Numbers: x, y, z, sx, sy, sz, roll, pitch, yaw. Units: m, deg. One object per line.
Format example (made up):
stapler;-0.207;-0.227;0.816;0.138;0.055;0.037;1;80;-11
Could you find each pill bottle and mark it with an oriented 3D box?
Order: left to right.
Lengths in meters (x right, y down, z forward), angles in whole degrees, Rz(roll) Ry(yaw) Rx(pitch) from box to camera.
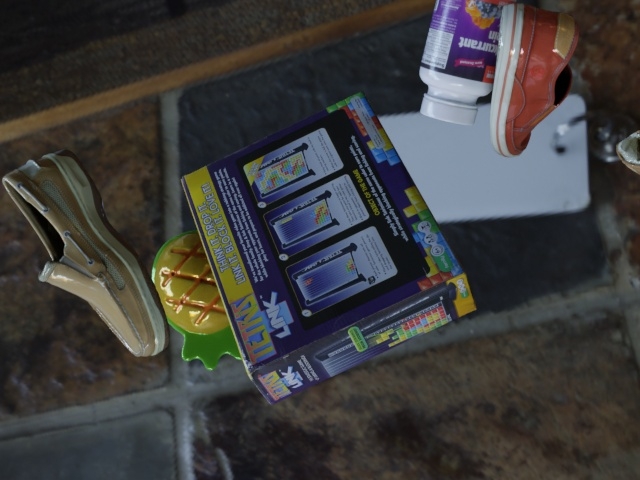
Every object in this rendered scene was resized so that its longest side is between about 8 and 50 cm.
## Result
pill bottle;0.201;-0.265;1.333;0.108;0.108;0.193;20;107;26

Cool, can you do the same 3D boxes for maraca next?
maraca;-0.152;0.076;1.254;0.127;0.099;0.185;-19;84;-5

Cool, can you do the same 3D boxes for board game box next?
board game box;0.000;0.000;0.611;0.141;0.048;0.170;-26;52;3

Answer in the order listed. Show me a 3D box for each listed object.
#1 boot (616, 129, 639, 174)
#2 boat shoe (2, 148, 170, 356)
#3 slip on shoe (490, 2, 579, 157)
boot;0.623;-0.112;1.646;0.089;0.270;0.236;-64;19;2
boat shoe;-0.196;0.020;0.773;0.072;0.068;0.190;-28;80;-37
slip on shoe;0.280;-0.199;1.262;0.101;0.331;0.123;6;71;9
